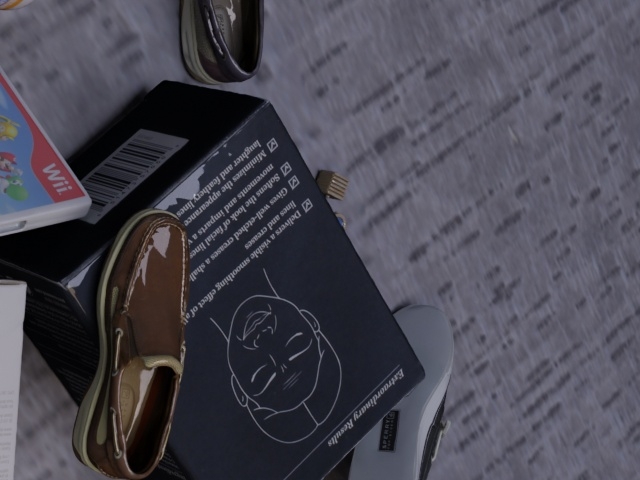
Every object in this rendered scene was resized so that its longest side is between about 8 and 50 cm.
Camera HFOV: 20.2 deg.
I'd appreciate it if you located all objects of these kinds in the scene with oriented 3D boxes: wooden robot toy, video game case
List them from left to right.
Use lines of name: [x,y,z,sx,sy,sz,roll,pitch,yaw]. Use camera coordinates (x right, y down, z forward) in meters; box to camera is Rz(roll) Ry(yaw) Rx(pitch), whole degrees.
video game case: [-0.384,-0.076,1.699,0.285,0.204,0.025,-15,148,-40]
wooden robot toy: [0.000,0.000,2.110,0.076,0.079,0.173,47,66,-35]

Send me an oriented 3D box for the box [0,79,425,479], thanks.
box: [-0.122,0.078,1.905,0.293,0.212,0.395,-43,122,-22]

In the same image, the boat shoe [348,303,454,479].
boat shoe: [0.104,0.228,2.204,0.105,0.113,0.306,74,20,-56]

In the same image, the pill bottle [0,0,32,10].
pill bottle: [-0.391,-0.304,1.669,0.272,0.152,0.152,3,94,-42]

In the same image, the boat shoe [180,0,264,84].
boat shoe: [-0.104,-0.311,1.964,0.103,0.092,0.285,-11,103,-41]

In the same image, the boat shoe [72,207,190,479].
boat shoe: [-0.158,0.101,1.689,0.095,0.095,0.257,6,97,-37]

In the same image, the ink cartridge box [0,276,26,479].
ink cartridge box: [-0.367,0.211,1.744,0.069,0.175,0.371,4,93,-43]
